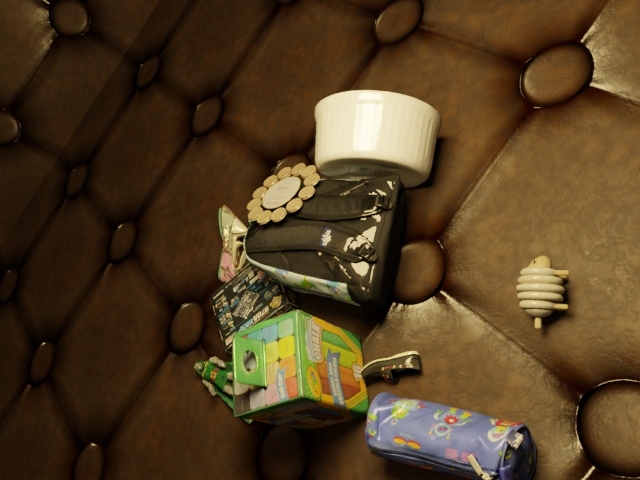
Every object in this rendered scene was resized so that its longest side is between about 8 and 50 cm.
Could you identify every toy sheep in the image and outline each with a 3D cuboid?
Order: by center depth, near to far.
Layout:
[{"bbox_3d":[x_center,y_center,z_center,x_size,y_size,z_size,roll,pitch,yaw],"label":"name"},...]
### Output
[{"bbox_3d":[0.393,0.091,1.104,0.091,0.091,0.132,-4,73,38],"label":"toy sheep"}]

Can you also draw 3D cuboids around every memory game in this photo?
[{"bbox_3d":[-0.082,-0.103,1.354,0.186,0.012,0.186,-23,37,18],"label":"memory game"}]

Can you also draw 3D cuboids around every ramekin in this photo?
[{"bbox_3d":[0.117,-0.205,1.343,0.277,0.277,0.135,0,77,39],"label":"ramekin"}]

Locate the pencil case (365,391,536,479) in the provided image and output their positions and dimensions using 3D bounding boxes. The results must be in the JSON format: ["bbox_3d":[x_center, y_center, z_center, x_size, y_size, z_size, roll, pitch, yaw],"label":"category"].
[{"bbox_3d":[0.218,0.353,1.091,0.306,0.133,0.119,2,104,40],"label":"pencil case"}]

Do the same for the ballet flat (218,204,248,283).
[{"bbox_3d":[-0.229,0.008,1.661,0.079,0.077,0.222,-8,68,16],"label":"ballet flat"}]

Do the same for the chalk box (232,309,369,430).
[{"bbox_3d":[-0.059,0.262,1.247,0.179,0.289,0.180,-23,57,29],"label":"chalk box"}]

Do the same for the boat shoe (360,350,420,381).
[{"bbox_3d":[0.140,0.261,1.250,0.133,0.049,0.042,-22,49,25],"label":"boat shoe"}]

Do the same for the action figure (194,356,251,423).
[{"bbox_3d":[-0.234,0.339,1.513,0.232,0.063,0.137,11,80,45],"label":"action figure"}]

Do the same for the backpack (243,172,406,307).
[{"bbox_3d":[0.000,0.000,1.370,0.355,0.273,0.290,7,71,20],"label":"backpack"}]

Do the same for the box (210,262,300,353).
[{"bbox_3d":[-0.169,0.152,1.549,0.220,0.051,0.175,-39,50,18],"label":"box"}]
